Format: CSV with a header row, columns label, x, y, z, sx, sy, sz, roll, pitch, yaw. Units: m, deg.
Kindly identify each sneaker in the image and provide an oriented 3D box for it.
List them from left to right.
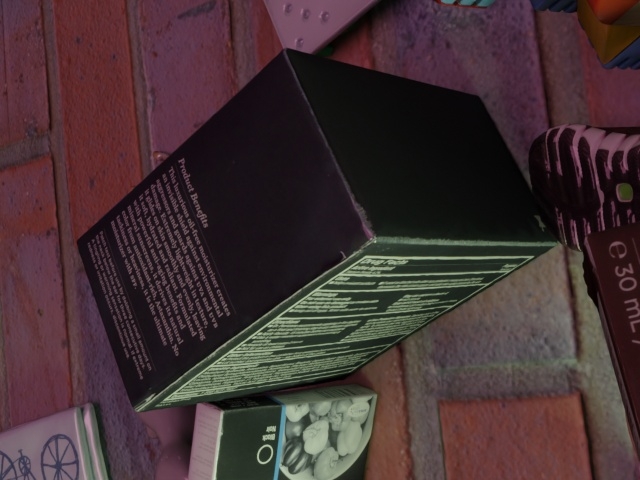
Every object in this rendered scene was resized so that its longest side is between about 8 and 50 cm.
label,x,y,z,sx,sy,sz,roll,pitch,yaw
sneaker,0.291,-0.050,0.765,0.281,0.162,0.107,-158,58,-73

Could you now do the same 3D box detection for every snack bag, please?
label,x,y,z,sx,sy,sz,roll,pitch,yaw
snack bag,-0.387,0.423,1.358,0.323,0.037,0.343,-23,75,38

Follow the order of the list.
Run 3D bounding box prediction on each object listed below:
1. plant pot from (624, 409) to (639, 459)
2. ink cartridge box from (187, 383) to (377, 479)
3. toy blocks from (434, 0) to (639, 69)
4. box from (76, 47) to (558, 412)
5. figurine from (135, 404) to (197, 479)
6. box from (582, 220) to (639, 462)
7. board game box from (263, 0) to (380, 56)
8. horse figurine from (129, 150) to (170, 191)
label,x,y,z,sx,sy,sz,roll,pitch,yaw
plant pot,0.342,0.119,0.686,0.237,0.110,0.237,-8,67,19
ink cartridge box,-0.042,0.253,0.965,0.045,0.206,0.208,17,102,46
toy blocks,0.249,-0.222,0.659,0.261,0.381,0.191,-42,63,48
box,0.000,0.000,0.874,0.294,0.296,0.183,-36,68,33
figurine,-0.135,0.168,1.056,0.215,0.092,0.209,-62,24,22
box,0.367,0.056,0.564,0.381,0.143,0.191,-15,64,12
board game box,0.049,-0.444,0.991,0.390,0.050,0.390,-34,70,35
horse figurine,-0.174,-0.001,1.166,0.174,0.066,0.263,15,97,44
